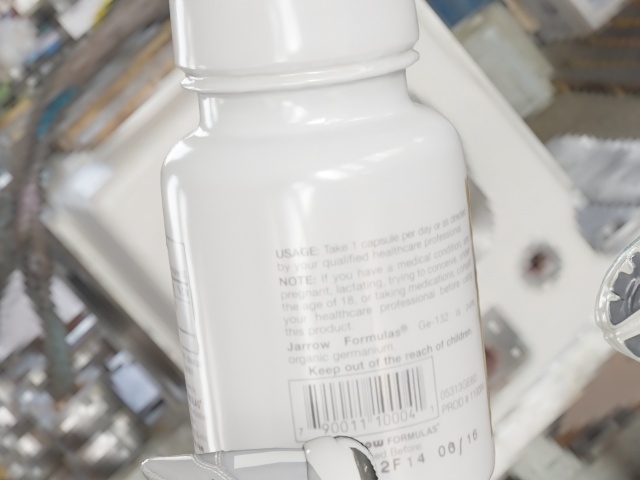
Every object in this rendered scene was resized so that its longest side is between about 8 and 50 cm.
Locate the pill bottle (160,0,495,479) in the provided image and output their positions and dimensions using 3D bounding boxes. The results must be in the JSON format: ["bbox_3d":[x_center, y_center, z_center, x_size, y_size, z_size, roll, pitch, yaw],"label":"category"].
[{"bbox_3d":[0.000,0.000,0.824,0.131,0.229,0.131,-7,11,1],"label":"pill bottle"}]

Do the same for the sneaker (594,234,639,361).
[{"bbox_3d":[0.271,-0.026,1.076,0.275,0.107,0.110,-29,4,5],"label":"sneaker"}]

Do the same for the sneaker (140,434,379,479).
[{"bbox_3d":[-0.043,0.187,0.724,0.086,0.132,0.228,85,-175,-72],"label":"sneaker"}]
